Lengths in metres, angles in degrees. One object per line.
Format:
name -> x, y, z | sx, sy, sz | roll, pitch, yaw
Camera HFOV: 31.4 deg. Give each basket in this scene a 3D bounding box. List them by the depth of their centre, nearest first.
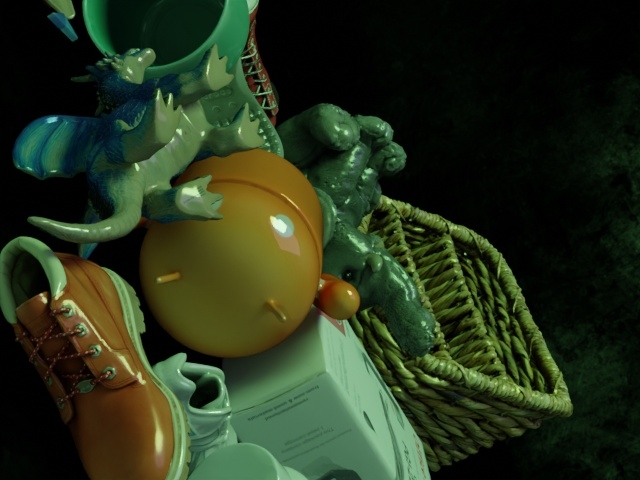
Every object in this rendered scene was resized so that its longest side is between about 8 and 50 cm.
basket -> 0.106, 0.076, 1.247 | 0.213, 0.223, 0.299 | 57, 13, -37

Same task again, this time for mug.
mug -> -0.132, -0.203, 0.983 | 0.158, 0.129, 0.097 | 66, 7, 15

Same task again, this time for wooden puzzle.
wooden puzzle -> -0.221, -0.211, 0.878 | 0.078, 0.014, 0.116 | 42, 23, -55

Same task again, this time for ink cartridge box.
ink cartridge box -> 0.011, 0.156, 0.913 | 0.218, 0.092, 0.159 | 61, 10, -27

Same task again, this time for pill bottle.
pill bottle -> -0.023, 0.184, 0.686 | 0.137, 0.078, 0.078 | 56, 12, -40

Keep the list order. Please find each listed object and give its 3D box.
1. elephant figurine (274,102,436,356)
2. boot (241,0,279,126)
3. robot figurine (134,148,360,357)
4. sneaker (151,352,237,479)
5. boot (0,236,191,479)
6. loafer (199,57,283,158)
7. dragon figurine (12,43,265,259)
elephant figurine -> 0.000, 0.000, 1.110 | 0.169, 0.186, 0.240 | 20, 61, -30
boot -> -0.085, -0.197, 1.270 | 0.176, 0.088, 0.244 | 64, -5, -13
robot figurine -> -0.058, 0.006, 0.819 | 0.158, 0.128, 0.219 | 61, 10, -14
sneaker -> -0.074, 0.107, 0.674 | 0.054, 0.061, 0.152 | 66, 8, 25
boot -> -0.119, 0.066, 0.569 | 0.084, 0.059, 0.158 | 46, 11, -53
loafer -> -0.114, -0.133, 1.089 | 0.087, 0.094, 0.251 | 110, -37, -53
dragon figurine -> -0.129, -0.045, 0.703 | 0.085, 0.144, 0.289 | 61, 29, -25
